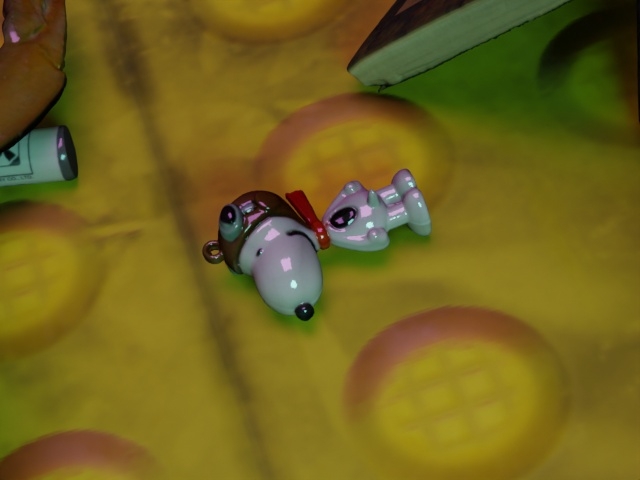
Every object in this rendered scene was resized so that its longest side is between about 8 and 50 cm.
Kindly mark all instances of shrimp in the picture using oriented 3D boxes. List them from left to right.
[{"bbox_3d":[-0.180,-0.099,0.812,0.150,0.068,0.249,2,44,3],"label":"shrimp"}]

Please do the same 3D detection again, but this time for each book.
[{"bbox_3d":[0.117,-0.159,0.777,0.228,0.024,0.160,-51,16,-29],"label":"book"}]

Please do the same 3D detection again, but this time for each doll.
[{"bbox_3d":[-0.001,-0.006,0.726,0.085,0.040,0.058,-39,66,-16],"label":"doll"}]

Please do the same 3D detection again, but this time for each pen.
[{"bbox_3d":[-0.206,-0.029,0.794,0.204,0.025,0.025,-5,49,7],"label":"pen"}]

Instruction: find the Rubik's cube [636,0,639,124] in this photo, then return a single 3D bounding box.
[{"bbox_3d":[0.283,-0.078,0.556,0.303,0.301,0.305,-18,50,-5],"label":"Rubik's cube"}]
